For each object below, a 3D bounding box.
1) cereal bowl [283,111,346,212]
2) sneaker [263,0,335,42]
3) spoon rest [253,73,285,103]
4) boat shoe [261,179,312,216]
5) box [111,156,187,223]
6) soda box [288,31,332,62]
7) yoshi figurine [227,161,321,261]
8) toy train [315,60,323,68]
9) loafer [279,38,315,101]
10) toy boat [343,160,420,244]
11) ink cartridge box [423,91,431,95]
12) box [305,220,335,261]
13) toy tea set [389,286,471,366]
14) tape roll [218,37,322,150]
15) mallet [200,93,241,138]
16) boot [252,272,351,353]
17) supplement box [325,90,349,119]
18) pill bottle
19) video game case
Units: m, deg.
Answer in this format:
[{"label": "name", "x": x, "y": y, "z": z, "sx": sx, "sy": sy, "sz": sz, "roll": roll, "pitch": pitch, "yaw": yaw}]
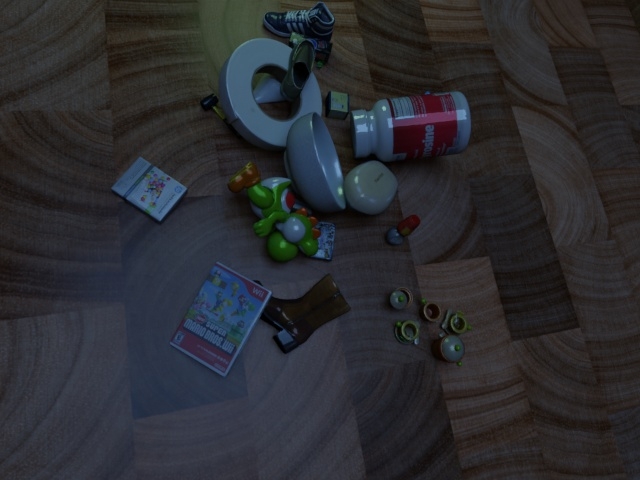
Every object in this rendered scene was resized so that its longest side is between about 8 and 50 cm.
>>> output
[{"label": "cereal bowl", "x": -0.028, "y": -0.247, "z": 1.475, "sx": 0.141, "sy": 0.339, "sz": 0.339, "roll": -16, "pitch": 77, "yaw": 14}, {"label": "sneaker", "x": -0.078, "y": -0.867, "z": 1.709, "sx": 0.281, "sy": 0.153, "sz": 0.099, "roll": 15, "pitch": 70, "yaw": -11}, {"label": "spoon rest", "x": -0.204, "y": -0.567, "z": 1.637, "sx": 0.276, "sy": 0.084, "sz": 0.137, "roll": -33, "pitch": 86, "yaw": -35}, {"label": "boat shoe", "x": -0.129, "y": -0.153, "z": 1.523, "sx": 0.227, "sy": 0.079, "sz": 0.081, "roll": 21, "pitch": 74, "yaw": -6}, {"label": "box", "x": -0.556, "y": -0.164, "z": 1.428, "sx": 0.186, "sy": 0.038, "sz": 0.145, "roll": 35, "pitch": 68, "yaw": -5}, {"label": "soda box", "x": -0.041, "y": -0.766, "z": 1.729, "sx": 0.168, "sy": 0.060, "sz": 0.053, "roll": 14, "pitch": 72, "yaw": -3}, {"label": "yoshi figurine", "x": -0.164, "y": -0.063, "z": 1.411, "sx": 0.362, "sy": 0.203, "sz": 0.204, "roll": 48, "pitch": 54, "yaw": -17}, {"label": "toy train", "x": 0.005, "y": -0.727, "z": 1.765, "sx": 0.023, "sy": 0.017, "sz": 0.083, "roll": 25, "pitch": 69, "yaw": 3}, {"label": "loafer", "x": -0.064, "y": -0.606, "z": 1.540, "sx": 0.094, "sy": 0.087, "sz": 0.252, "roll": 25, "pitch": 71, "yaw": -31}, {"label": "toy boat", "x": 0.211, "y": -0.129, "z": 1.578, "sx": 0.318, "sy": 0.148, "sz": 0.267, "roll": 48, "pitch": 46, "yaw": 3}, {"label": "ink cartridge box", "x": 0.417, "y": -0.513, "z": 1.794, "sx": 0.104, "sy": 0.060, "sz": 0.180, "roll": 43, "pitch": 68, "yaw": -1}, {"label": "box", "x": 0.000, "y": 0.000, "z": 1.542, "sx": 0.093, "sy": 0.027, "sz": 0.137, "roll": 9, "pitch": 72, "yaw": -12}, {"label": "toy tea set", "x": 0.380, "y": 0.288, "z": 1.511, "sx": 0.335, "sy": 0.124, "sz": 0.200, "roll": 26, "pitch": 69, "yaw": -7}, {"label": "tape roll", "x": -0.169, "y": -0.512, "z": 1.551, "sx": 0.391, "sy": 0.072, "sz": 0.393, "roll": 4, "pitch": 83, "yaw": -35}, {"label": "mallet", "x": -0.345, "y": -0.449, "z": 1.577, "sx": 0.189, "sy": 0.039, "sz": 0.062, "roll": 42, "pitch": 71, "yaw": -5}, {"label": "boot", "x": -0.067, "y": 0.187, "z": 1.434, "sx": 0.280, "sy": 0.096, "sz": 0.264, "roll": -32, "pitch": 82, "yaw": -24}, {"label": "supplement box", "x": 0.066, "y": -0.525, "z": 1.700, "sx": 0.083, "sy": 0.056, "sz": 0.084, "roll": 5, "pitch": 73, "yaw": -14}, {"label": "pill bottle", "x": 0.321, "y": -0.414, "z": 1.619, "sx": 0.406, "sy": 0.229, "sz": 0.229, "roll": -7, "pitch": 75, "yaw": 0}, {"label": "video game case", "x": -0.301, "y": 0.236, "z": 1.329, "sx": 0.203, "sy": 0.025, "sz": 0.285, "roll": 27, "pitch": 82, "yaw": 9}]
